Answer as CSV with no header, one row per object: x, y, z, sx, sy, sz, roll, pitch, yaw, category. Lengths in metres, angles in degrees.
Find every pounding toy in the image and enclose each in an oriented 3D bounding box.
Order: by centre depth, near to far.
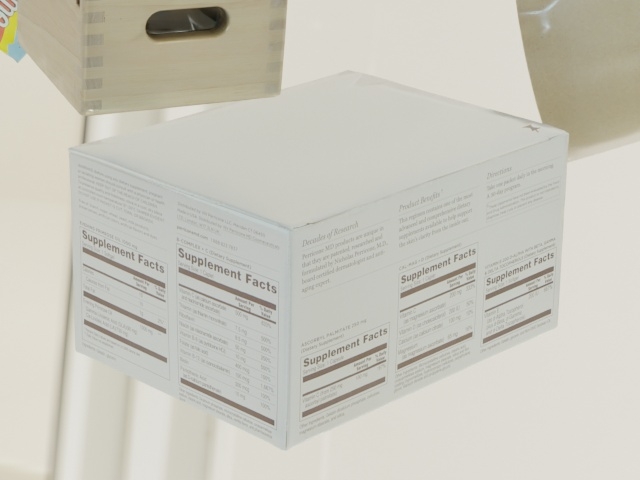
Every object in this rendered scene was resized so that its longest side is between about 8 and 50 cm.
-0.079,-0.141,1.008,0.130,0.141,0.100,-135,-137,-53,pounding toy

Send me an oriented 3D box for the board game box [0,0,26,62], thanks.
-0.251,-0.256,1.147,0.144,0.275,0.142,-48,-137,4,board game box

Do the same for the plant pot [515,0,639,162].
0.328,-0.216,1.683,0.256,0.274,0.256,-9,90,-73,plant pot

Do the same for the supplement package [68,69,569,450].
0.000,0.000,1.251,0.204,0.262,0.145,20,-62,40,supplement package
